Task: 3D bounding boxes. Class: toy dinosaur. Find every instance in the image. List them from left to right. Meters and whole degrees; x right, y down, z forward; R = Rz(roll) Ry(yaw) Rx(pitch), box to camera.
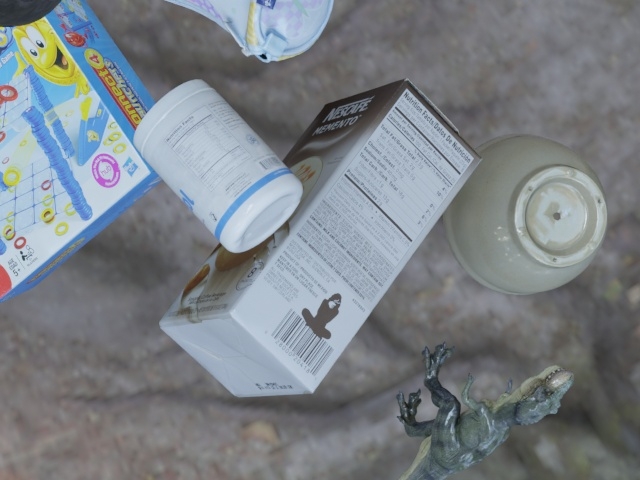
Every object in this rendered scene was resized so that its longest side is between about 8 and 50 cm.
[{"bbox_3d":[0.115,0.172,1.755,0.064,0.118,0.268,7,137,-43],"label":"toy dinosaur"}]

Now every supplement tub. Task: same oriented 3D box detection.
[{"bbox_3d":[-0.070,-0.051,1.312,0.071,0.107,0.071,-39,164,-14],"label":"supplement tub"}]

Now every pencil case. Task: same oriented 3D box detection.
[{"bbox_3d":[-0.107,-0.279,1.955,0.113,0.273,0.124,5,111,-49],"label":"pencil case"}]

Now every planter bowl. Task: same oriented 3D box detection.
[{"bbox_3d":[0.213,-0.025,1.855,0.162,0.109,0.162,0,91,-16],"label":"planter bowl"}]

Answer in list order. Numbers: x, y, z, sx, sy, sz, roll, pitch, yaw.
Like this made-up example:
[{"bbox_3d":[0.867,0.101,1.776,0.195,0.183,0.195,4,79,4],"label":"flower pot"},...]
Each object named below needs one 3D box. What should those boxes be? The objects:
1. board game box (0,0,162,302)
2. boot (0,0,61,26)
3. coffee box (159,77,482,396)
[{"bbox_3d":[-0.347,-0.131,2.172,0.308,0.302,0.086,-37,175,33],"label":"board game box"},{"bbox_3d":[-0.193,-0.250,1.028,0.096,0.280,0.264,13,167,-28],"label":"boot"},{"bbox_3d":[0.000,0.000,1.519,0.098,0.141,0.246,44,66,-18],"label":"coffee box"}]
